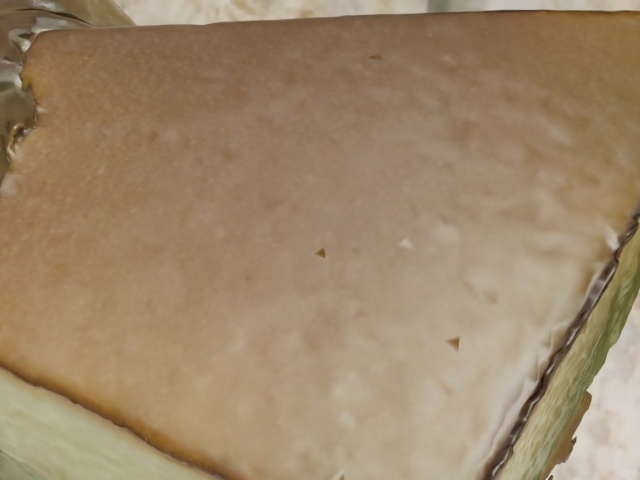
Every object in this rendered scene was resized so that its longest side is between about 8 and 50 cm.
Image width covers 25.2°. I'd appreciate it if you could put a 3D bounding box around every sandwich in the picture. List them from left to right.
[{"bbox_3d":[0.000,0.000,0.431,0.220,0.186,0.108,-52,159,-33],"label":"sandwich"}]

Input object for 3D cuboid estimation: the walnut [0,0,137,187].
[{"bbox_3d":[-0.232,-0.094,1.134,0.248,0.248,0.248,9,90,-74],"label":"walnut"}]
